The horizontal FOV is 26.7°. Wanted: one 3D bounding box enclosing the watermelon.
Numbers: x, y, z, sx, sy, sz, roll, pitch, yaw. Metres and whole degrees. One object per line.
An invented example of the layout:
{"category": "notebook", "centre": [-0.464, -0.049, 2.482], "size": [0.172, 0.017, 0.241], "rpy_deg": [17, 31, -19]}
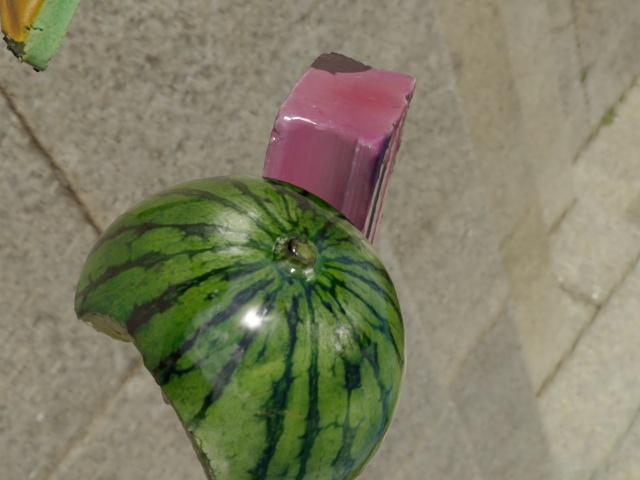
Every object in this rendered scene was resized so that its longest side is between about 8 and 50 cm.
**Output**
{"category": "watermelon", "centre": [-0.034, 0.069, 1.208], "size": [0.331, 0.330, 0.189], "rpy_deg": [-28, 177, -41]}

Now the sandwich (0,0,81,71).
{"category": "sandwich", "centre": [-0.255, -0.330, 1.369], "size": [0.212, 0.245, 0.063], "rpy_deg": [-32, 148, 33]}

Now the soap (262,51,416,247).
{"category": "soap", "centre": [0.000, 0.000, 1.494], "size": [0.233, 0.128, 0.359], "rpy_deg": [-61, 165, -63]}
